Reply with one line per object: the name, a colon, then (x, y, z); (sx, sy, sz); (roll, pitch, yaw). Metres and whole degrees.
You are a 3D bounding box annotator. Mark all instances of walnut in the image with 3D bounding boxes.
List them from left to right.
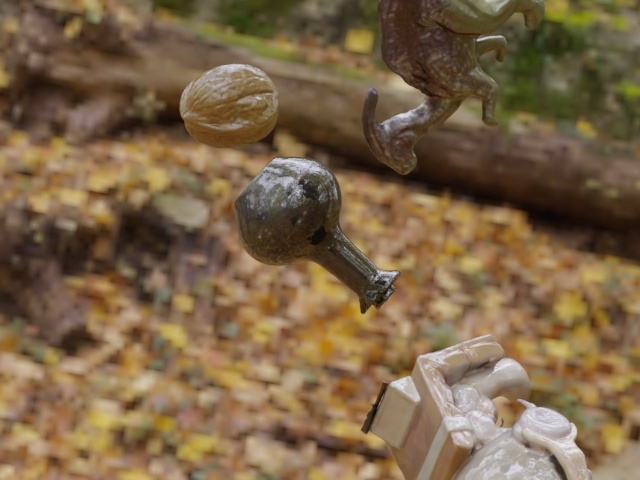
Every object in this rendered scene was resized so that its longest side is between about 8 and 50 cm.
walnut: (-0.107, -0.155, 2.304); (0.124, 0.105, 0.105); (-19, 10, -27)

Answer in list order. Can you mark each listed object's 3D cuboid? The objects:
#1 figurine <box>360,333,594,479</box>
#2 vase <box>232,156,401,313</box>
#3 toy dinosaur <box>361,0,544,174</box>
figurine: (0.144, 0.189, 1.524); (0.141, 0.162, 0.237); (-4, 39, -34)
vase: (0.000, 0.000, 2.001); (0.183, 0.120, 0.120); (42, -4, 1)
toy dinosaur: (0.123, -0.200, 1.854); (0.162, 0.294, 0.077); (-8, 19, -33)
